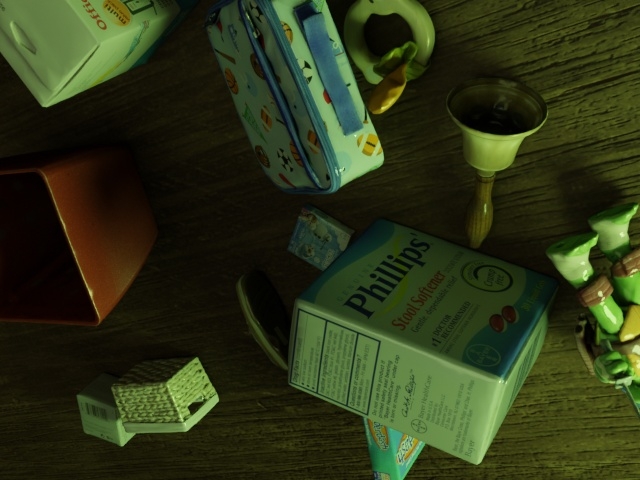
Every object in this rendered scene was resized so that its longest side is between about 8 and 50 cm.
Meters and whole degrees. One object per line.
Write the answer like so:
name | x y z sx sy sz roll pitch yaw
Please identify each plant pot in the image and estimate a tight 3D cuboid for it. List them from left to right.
plant pot | -0.430 -0.035 1.547 0.267 0.236 0.267 -1 116 33

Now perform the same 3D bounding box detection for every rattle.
rattle | 0.059 -0.281 1.176 0.130 0.143 0.199 12 128 43

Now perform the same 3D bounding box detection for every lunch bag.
lunch bag | -0.040 -0.211 1.222 0.243 0.115 0.303 11 127 66

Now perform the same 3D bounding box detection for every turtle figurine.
turtle figurine | 0.414 0.096 1.140 0.198 0.274 0.266 -27 98 4

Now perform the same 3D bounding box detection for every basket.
basket | -0.296 0.289 1.731 0.167 0.113 0.103 -10 108 35

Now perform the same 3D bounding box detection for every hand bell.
hand bell | 0.217 -0.082 1.229 0.126 0.126 0.242 22 137 20

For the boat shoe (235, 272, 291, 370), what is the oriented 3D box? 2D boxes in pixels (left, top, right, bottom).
boat shoe | -0.099 0.142 1.561 0.072 0.068 0.190 -10 111 47

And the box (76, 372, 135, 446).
box | -0.417 0.338 1.848 0.101 0.087 0.102 13 123 25

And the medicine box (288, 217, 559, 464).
medicine box | 0.143 0.125 1.271 0.289 0.263 0.149 20 124 20

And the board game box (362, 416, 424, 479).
board game box | 0.118 0.241 1.420 0.047 0.160 0.210 3 118 30

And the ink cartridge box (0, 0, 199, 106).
ink cartridge box | -0.332 -0.332 1.318 0.168 0.233 0.171 -34 96 40

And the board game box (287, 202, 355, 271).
board game box | 0.000 0.000 1.445 0.090 0.020 0.090 30 128 12
